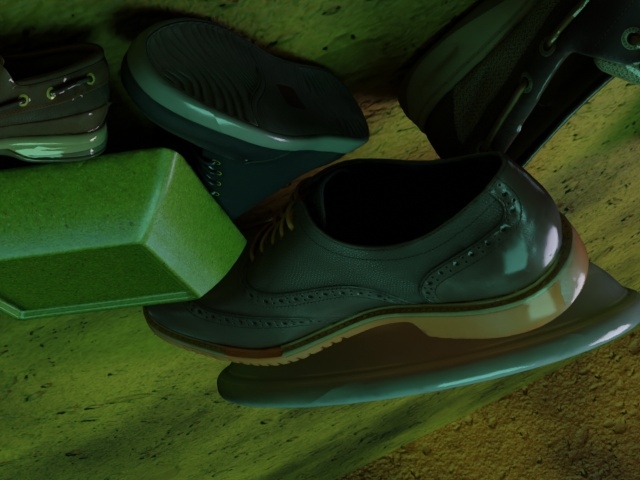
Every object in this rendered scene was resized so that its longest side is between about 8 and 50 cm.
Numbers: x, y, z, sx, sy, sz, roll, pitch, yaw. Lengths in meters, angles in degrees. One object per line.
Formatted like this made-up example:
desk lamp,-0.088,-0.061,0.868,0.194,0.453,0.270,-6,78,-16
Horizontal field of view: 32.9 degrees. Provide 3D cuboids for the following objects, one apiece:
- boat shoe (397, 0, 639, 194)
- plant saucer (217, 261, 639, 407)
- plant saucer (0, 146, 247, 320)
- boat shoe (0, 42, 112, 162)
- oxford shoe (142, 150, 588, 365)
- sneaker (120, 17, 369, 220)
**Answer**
boat shoe,0.201,-0.148,0.714,0.342,0.123,0.123,-39,157,31
plant saucer,0.093,0.058,1.017,0.401,0.100,0.400,-11,-177,1
plant saucer,-0.155,0.008,0.676,0.188,0.045,0.188,-7,163,7
boat shoe,-0.180,-0.072,0.529,0.178,0.064,0.060,-10,124,-46
oxford shoe,0.000,0.000,0.791,0.364,0.130,0.132,-11,136,29
sneaker,-0.065,-0.058,0.663,0.118,0.083,0.222,-35,160,23
